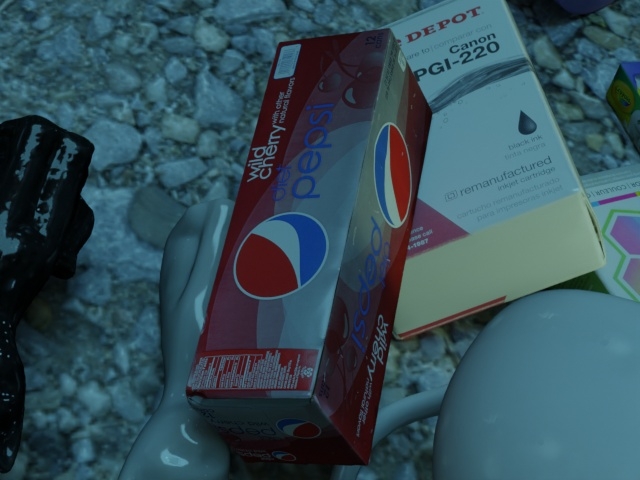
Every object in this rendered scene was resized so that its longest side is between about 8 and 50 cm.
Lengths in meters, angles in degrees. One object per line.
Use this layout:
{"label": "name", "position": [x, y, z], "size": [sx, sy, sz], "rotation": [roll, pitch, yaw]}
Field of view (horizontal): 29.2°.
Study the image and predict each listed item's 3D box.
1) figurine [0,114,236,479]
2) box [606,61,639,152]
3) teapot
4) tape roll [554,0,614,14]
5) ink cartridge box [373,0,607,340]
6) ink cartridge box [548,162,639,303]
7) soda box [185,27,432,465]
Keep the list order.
{"label": "figurine", "position": [-0.130, 0.060, 0.742], "size": [0.215, 0.092, 0.209], "rotation": [23, 53, -19]}
{"label": "box", "position": [0.319, -0.076, 1.008], "size": [0.105, 0.043, 0.179], "rotation": [-6, 52, -17]}
{"label": "teapot", "position": [0.149, 0.159, 0.657], "size": [0.252, 0.256, 0.187], "rotation": [37, 73, -1]}
{"label": "tape roll", "position": [0.253, -0.302, 1.092], "size": [0.189, 0.189, 0.080], "rotation": [-29, 60, -32]}
{"label": "ink cartridge box", "position": [0.090, -0.061, 0.872], "size": [0.158, 0.092, 0.218], "rotation": [-21, 48, 10]}
{"label": "ink cartridge box", "position": [0.240, 0.043, 0.870], "size": [0.109, 0.062, 0.209], "rotation": [-13, 53, -22]}
{"label": "soda box", "position": [0.000, 0.000, 0.749], "size": [0.083, 0.092, 0.263], "rotation": [-2, 55, 24]}
